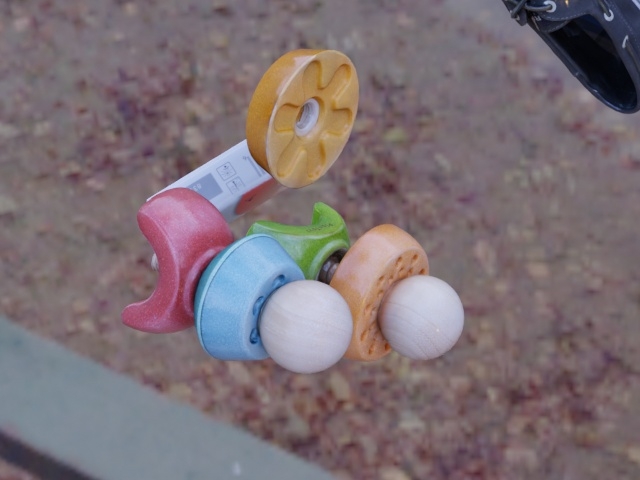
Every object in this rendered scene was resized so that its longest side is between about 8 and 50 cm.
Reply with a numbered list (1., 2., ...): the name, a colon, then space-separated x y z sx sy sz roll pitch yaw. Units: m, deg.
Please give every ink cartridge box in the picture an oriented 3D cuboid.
1. ink cartridge box: -0.069 -0.029 1.435 0.145 0.179 0.045 -32 76 -10

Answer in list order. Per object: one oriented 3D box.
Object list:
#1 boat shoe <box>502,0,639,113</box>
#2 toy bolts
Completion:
1. boat shoe: 0.093 -0.099 0.687 0.049 0.142 0.040 -2 61 47
2. toy bolts: 0.000 0.000 1.191 0.158 0.218 0.228 24 30 31
